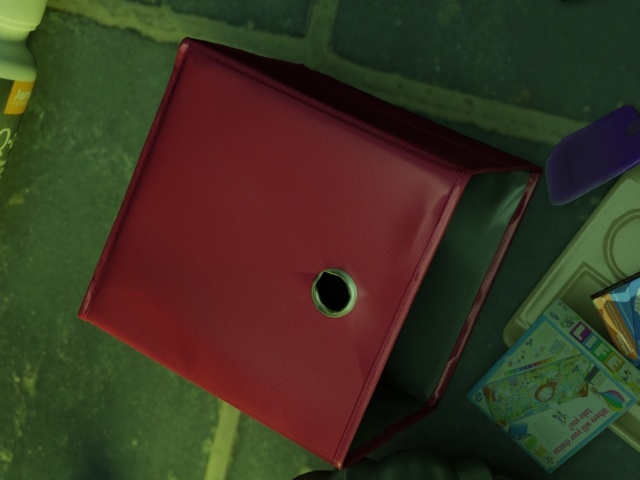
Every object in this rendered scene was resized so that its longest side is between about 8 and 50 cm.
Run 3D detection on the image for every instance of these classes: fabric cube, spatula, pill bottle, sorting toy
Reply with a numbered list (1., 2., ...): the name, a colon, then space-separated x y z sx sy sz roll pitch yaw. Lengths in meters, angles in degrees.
1. fabric cube: 0.000 0.000 1.018 0.258 0.259 0.254 28 103 18
2. spatula: 0.330 -0.101 1.002 0.296 0.084 0.030 -16 130 15
3. pill bottle: -0.381 -0.141 1.205 0.162 0.162 0.278 27 102 17
4. sorting toy: 0.292 0.062 1.034 0.193 0.038 0.208 39 101 14

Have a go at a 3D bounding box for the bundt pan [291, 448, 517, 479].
1. bundt pan: 0.070 0.298 1.020 0.330 0.124 0.331 0 129 0

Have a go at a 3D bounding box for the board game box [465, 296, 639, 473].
1. board game box: 0.200 0.128 1.026 0.103 0.026 0.154 44 142 10

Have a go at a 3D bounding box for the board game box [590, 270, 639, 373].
1. board game box: 0.352 0.138 0.983 0.145 0.027 0.281 -27 93 10
